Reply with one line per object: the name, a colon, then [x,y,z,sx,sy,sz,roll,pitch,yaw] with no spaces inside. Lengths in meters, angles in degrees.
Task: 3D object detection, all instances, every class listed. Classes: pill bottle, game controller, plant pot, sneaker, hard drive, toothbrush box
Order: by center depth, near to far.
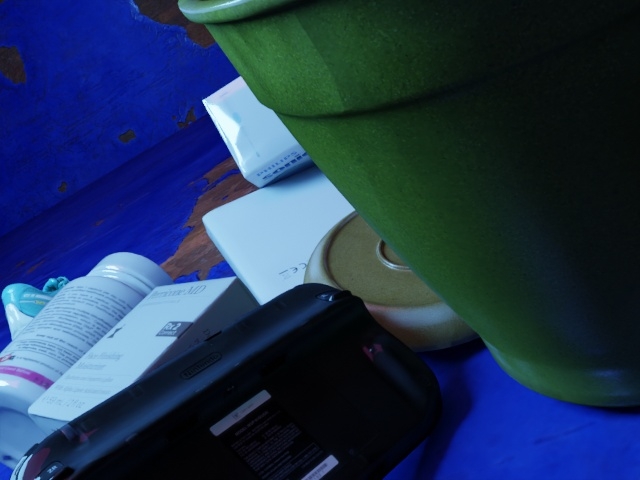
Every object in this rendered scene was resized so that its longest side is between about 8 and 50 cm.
plant pot: [0.159,-0.090,0.499,0.367,0.352,0.366,-24,27,13]
game controller: [-0.050,0.142,0.549,0.319,0.166,0.067,-30,-22,-38]
plant pot: [0.094,0.013,0.736,0.237,0.032,0.236,-11,34,8]
hard drive: [0.000,0.000,0.878,0.203,0.040,0.307,-25,30,-13]
pill bottle: [-0.299,0.146,0.973,0.160,0.160,0.283,-22,23,31]
toothbrush box: [-0.001,-0.160,1.075,0.216,0.126,0.295,-31,-12,8]
sneaker: [-0.372,0.103,1.164,0.107,0.109,0.275,-33,-11,12]

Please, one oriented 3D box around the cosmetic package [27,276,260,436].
cosmetic package: [-0.134,0.151,0.717,0.151,0.151,0.183,-9,31,47]
